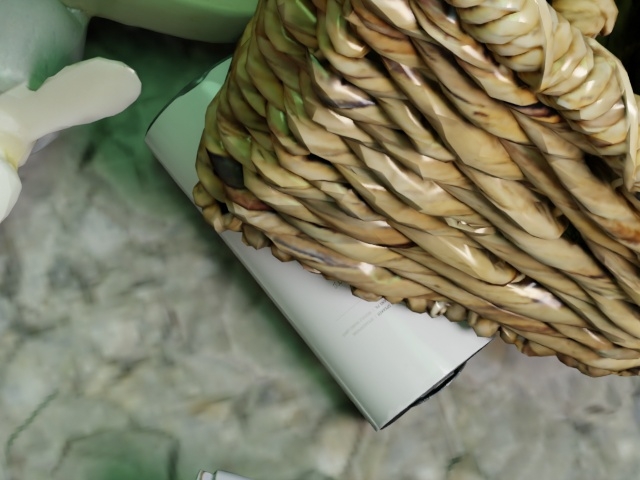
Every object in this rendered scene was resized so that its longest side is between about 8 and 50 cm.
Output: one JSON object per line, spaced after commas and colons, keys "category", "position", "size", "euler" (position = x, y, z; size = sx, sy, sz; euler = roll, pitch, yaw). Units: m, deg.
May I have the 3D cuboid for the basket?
{"category": "basket", "position": [0.114, -0.127, 0.532], "size": [0.214, 0.223, 0.299], "euler": [22, 65, -6]}

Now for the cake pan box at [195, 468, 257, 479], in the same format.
{"category": "cake pan box", "position": [0.042, 0.222, 0.535], "size": [0.246, 0.070, 0.266], "euler": [17, 70, -7]}

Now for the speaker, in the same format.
{"category": "speaker", "position": [0.000, 0.000, 0.604], "size": [0.055, 0.055, 0.136], "euler": [-37, 82, -19]}

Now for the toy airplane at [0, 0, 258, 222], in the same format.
{"category": "toy airplane", "position": [-0.244, -0.133, 0.520], "size": [0.386, 0.272, 0.384], "euler": [36, 31, 11]}
